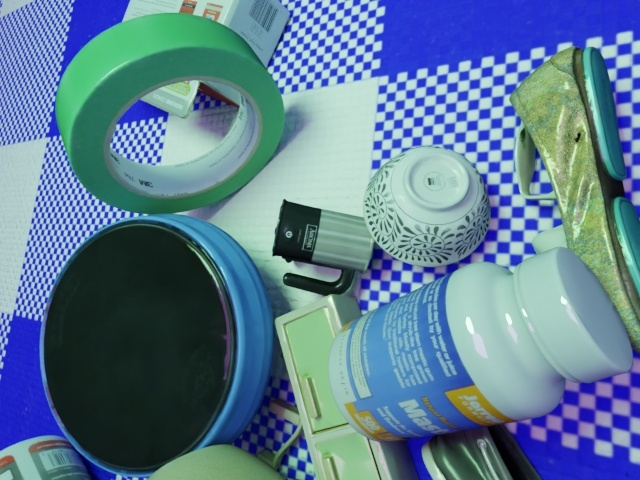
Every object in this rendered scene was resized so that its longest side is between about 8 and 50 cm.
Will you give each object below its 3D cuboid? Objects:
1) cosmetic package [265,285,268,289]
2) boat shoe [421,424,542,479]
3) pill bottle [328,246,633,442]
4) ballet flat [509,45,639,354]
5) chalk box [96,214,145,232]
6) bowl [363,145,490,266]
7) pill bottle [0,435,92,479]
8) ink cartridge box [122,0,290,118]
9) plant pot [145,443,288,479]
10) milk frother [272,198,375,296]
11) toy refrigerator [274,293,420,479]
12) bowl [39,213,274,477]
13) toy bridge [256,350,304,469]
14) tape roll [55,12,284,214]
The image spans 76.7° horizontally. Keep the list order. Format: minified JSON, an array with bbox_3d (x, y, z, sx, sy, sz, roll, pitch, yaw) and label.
[{"bbox_3d":[-0.198,0.147,0.708,0.099,0.060,0.239,40,101,27],"label":"cosmetic package"},{"bbox_3d":[0.243,0.323,0.400,0.095,0.112,0.335,-51,58,17],"label":"boat shoe"},{"bbox_3d":[0.146,0.115,0.424,0.272,0.152,0.152,-36,64,41],"label":"pill bottle"},{"bbox_3d":[0.288,-0.041,0.452,0.123,0.123,0.348,-13,75,27],"label":"ballet flat"},{"bbox_3d":[-0.355,0.060,0.773,0.132,0.132,0.213,29,94,31],"label":"chalk box"},{"bbox_3d":[0.139,-0.058,0.508,0.170,0.080,0.170,-2,71,5],"label":"bowl"},{"bbox_3d":[-0.474,0.549,0.701,0.363,0.210,0.210,36,99,30],"label":"pill bottle"},{"bbox_3d":[-0.259,-0.381,0.800,0.309,0.130,0.272,30,98,30],"label":"ink cartridge box"},{"bbox_3d":[-0.132,0.370,0.483,0.284,0.284,0.191,-46,50,14],"label":"plant pot"},{"bbox_3d":[0.000,0.000,0.611,0.135,0.143,0.129,12,117,-4],"label":"milk frother"},{"bbox_3d":[0.031,0.218,0.547,0.102,0.094,0.269,-26,70,23],"label":"toy refrigerator"},{"bbox_3d":[-0.260,0.149,0.606,0.391,0.077,0.391,-2,83,20],"label":"bowl"},{"bbox_3d":[-0.049,0.265,0.623,0.063,0.026,0.188,11,87,29],"label":"toy bridge"},{"bbox_3d":[-0.214,-0.171,0.624,0.321,0.321,0.077,-40,66,17],"label":"tape roll"}]
